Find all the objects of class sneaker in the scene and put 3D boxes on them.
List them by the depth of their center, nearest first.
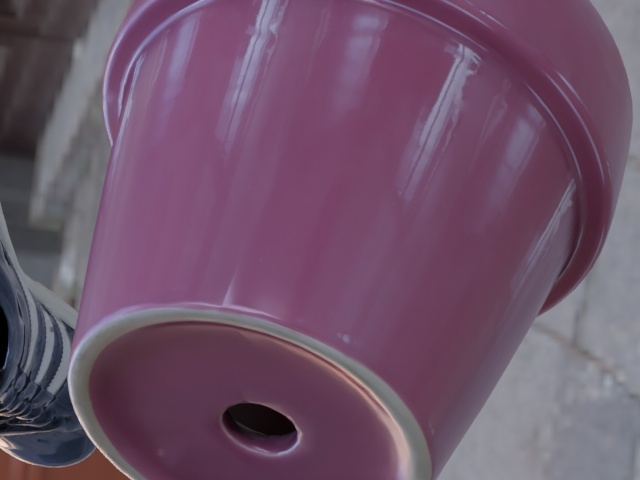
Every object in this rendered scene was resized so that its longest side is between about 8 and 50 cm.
[{"bbox_3d":[-0.234,0.085,1.304,0.350,0.131,0.148,66,-163,-50],"label":"sneaker"}]

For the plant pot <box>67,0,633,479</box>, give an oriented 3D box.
[{"bbox_3d":[0.000,0.000,0.709,0.201,0.201,0.180,117,176,-50],"label":"plant pot"}]
